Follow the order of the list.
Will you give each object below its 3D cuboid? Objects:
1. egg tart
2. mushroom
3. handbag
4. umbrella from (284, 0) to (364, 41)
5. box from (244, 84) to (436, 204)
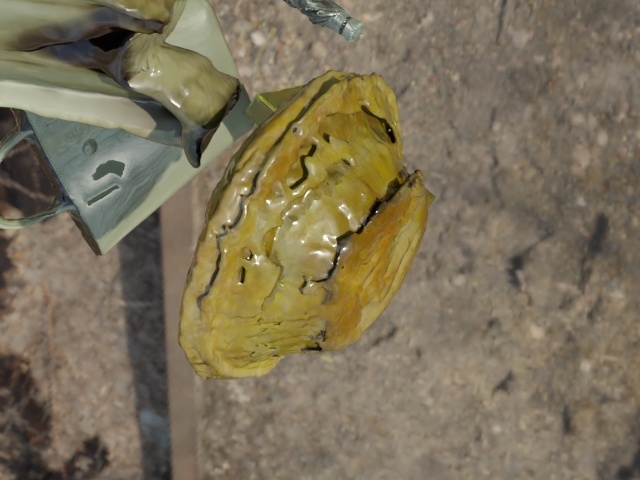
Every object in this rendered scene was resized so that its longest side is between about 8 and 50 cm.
[{"bbox_3d":[0.000,0.000,0.785,0.106,0.241,0.241,27,143,19],"label":"egg tart"},{"bbox_3d":[-0.180,-0.181,0.761,0.292,0.212,0.217,23,161,2],"label":"mushroom"},{"bbox_3d":[-0.222,-0.117,1.241,0.109,0.315,0.241,19,141,44],"label":"handbag"},{"bbox_3d":[-0.020,-0.343,1.691,0.188,0.050,0.046,38,142,18],"label":"umbrella"},{"bbox_3d":[0.023,-0.087,1.212,0.193,0.121,0.030,43,115,10],"label":"box"}]
